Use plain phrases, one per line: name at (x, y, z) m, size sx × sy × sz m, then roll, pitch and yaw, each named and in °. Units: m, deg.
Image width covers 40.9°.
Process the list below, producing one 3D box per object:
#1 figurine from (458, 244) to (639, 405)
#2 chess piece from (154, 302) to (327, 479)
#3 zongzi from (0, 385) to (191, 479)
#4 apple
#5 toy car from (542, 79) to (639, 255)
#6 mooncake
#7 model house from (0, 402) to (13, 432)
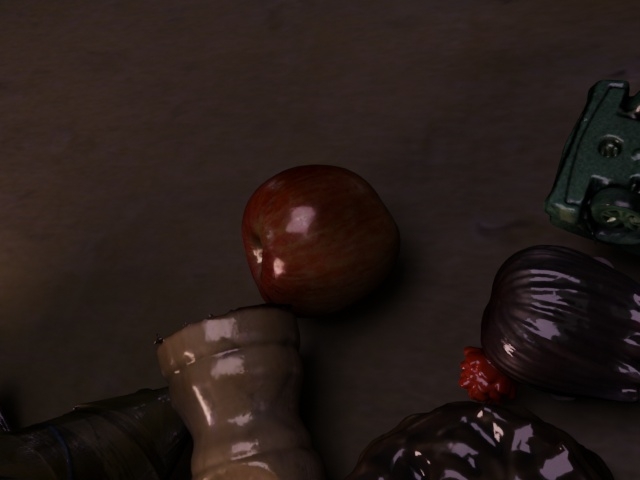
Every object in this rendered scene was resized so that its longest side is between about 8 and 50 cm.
figurine at (0.233, 0.088, 0.643) m, size 0.245 × 0.110 × 0.138 m, roll 17°, pitch 74°, yaw 25°
chess piece at (-0.047, 0.213, 0.711) m, size 0.137 × 0.137 × 0.301 m, roll -22°, pitch 69°, yaw 15°
zongzi at (-0.192, 0.265, 0.773) m, size 0.125 × 0.274 × 0.251 m, roll 13°, pitch 108°, yaw 41°
apple at (0.000, 0.000, 0.789) m, size 0.130 × 0.146 × 0.146 m, roll -15°, pitch 52°, yaw -14°
toy car at (0.340, -0.019, 0.645) m, size 0.320 × 0.097 × 0.141 m, roll 18°, pitch 70°, yaw 22°
mooncake at (0.113, 0.222, 0.614) m, size 0.228 × 0.124 × 0.228 m, roll -14°, pitch 57°, yaw 22°
model house at (-0.436, 0.178, 0.874) m, size 0.204 × 0.218 × 0.279 m, roll -29°, pitch 48°, yaw 9°
